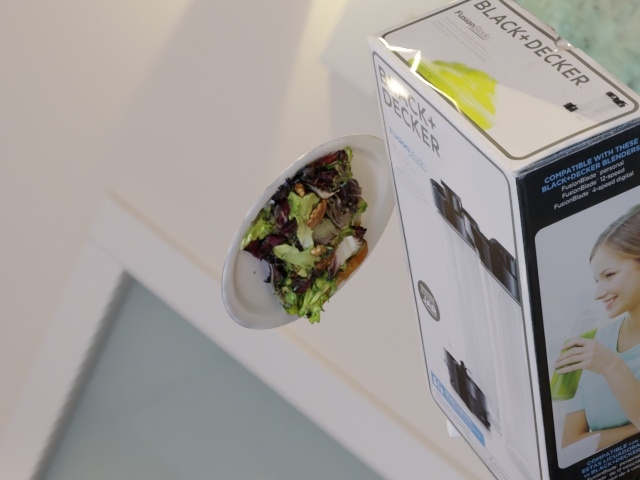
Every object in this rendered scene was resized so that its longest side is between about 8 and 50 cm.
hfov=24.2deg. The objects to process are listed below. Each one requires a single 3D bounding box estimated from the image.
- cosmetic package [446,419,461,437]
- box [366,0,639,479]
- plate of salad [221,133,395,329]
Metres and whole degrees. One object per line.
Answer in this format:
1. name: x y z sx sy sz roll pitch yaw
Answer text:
1. cosmetic package: 0.275 0.035 1.099 0.155 0.366 0.197 -88 1 -48
2. box: 0.119 0.019 0.868 0.087 0.169 0.290 -23 -50 -14
3. plate of salad: 0.000 0.000 1.265 0.200 0.048 0.200 -32 -35 -26
